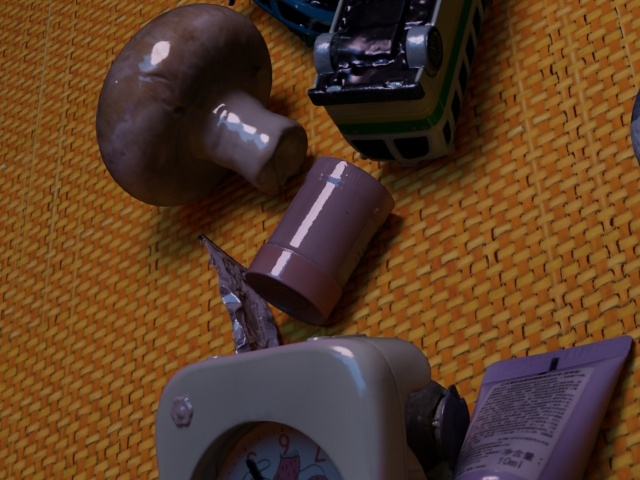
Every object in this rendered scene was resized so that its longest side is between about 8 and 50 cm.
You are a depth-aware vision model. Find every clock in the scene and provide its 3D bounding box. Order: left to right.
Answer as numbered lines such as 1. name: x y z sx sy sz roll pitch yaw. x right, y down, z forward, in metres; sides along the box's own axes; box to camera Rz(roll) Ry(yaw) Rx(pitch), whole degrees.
1. clock: -0.013 0.250 1.578 0.265 0.108 0.324 -11 83 39

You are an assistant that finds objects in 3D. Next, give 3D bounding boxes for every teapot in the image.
1. teapot: 0.077 0.183 1.642 0.108 0.111 0.149 -4 47 27

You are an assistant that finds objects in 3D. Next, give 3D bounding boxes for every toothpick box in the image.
1. toothpick box: 0.000 0.000 1.897 0.098 0.098 0.149 11 63 49

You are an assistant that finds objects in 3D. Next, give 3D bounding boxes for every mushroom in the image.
1. mushroom: -0.124 -0.139 2.074 0.243 0.243 0.243 -26 40 25

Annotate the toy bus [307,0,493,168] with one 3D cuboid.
1. toy bus: 0.095 -0.222 1.961 0.133 0.165 0.276 -1 53 26

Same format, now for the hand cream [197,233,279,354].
1. hand cream: -0.078 0.098 1.904 0.050 0.084 0.257 -37 40 24

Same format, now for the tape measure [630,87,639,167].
1. tape measure: 0.401 -0.106 1.569 0.256 0.147 0.275 -19 40 28

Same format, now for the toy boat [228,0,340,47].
1. toy boat: -0.025 -0.287 2.209 0.299 0.134 0.092 44 127 52

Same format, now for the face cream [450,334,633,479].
1. face cream: 0.173 0.187 1.572 0.154 0.096 0.274 -18 32 37
